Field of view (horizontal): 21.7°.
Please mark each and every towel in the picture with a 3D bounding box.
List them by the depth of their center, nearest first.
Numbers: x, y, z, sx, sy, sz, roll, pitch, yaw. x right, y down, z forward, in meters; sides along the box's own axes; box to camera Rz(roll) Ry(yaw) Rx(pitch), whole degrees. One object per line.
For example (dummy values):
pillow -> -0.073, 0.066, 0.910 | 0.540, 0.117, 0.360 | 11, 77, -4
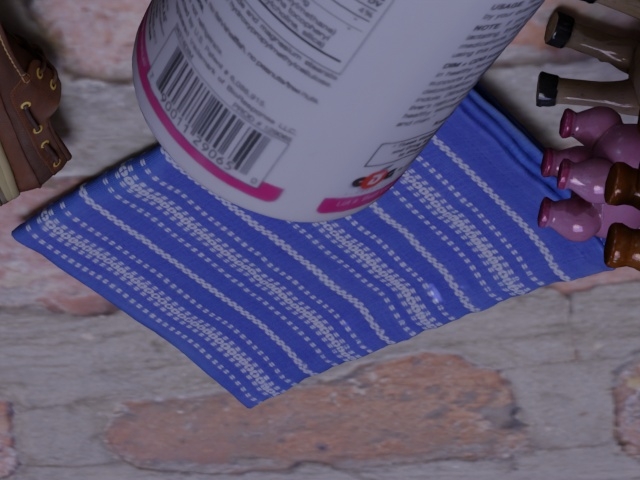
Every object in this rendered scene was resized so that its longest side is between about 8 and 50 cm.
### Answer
towel -> 0.000, 0.000, 1.077 | 0.336, 0.040, 0.243 | -25, 133, 32

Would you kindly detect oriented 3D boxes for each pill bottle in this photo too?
pill bottle -> 0.031, -0.147, 0.788 | 0.160, 0.160, 0.283 | 19, 140, -18

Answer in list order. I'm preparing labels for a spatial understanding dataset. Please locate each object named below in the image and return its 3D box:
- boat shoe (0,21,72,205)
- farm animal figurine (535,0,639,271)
boat shoe -> -0.183, -0.094, 0.966 | 0.060, 0.064, 0.178 | -23, 146, -14
farm animal figurine -> 0.221, -0.118, 0.769 | 0.172, 0.330, 0.327 | 10, 113, -3
